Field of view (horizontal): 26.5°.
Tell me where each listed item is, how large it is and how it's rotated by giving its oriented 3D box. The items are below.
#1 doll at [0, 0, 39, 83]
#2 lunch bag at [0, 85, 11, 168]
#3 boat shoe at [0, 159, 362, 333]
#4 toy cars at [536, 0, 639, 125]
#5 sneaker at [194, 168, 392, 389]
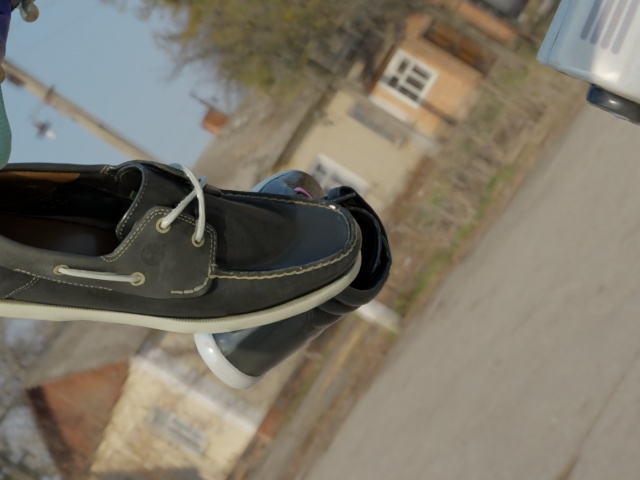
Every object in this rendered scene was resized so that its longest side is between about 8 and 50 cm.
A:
[{"bbox_3d":[-0.258,-0.198,1.011,0.046,0.129,0.189,-23,44,20],"label":"doll"},{"bbox_3d":[-0.220,-0.122,0.326,0.160,0.262,0.223,-4,10,37],"label":"lunch bag"},{"bbox_3d":[-0.085,-0.003,0.731,0.079,0.233,0.084,108,158,-47],"label":"boat shoe"},{"bbox_3d":[0.239,0.009,0.593,0.176,0.394,0.087,-27,-3,13],"label":"toy cars"},{"bbox_3d":[0.000,0.000,1.138,0.147,0.104,0.296,-33,17,26],"label":"sneaker"}]
